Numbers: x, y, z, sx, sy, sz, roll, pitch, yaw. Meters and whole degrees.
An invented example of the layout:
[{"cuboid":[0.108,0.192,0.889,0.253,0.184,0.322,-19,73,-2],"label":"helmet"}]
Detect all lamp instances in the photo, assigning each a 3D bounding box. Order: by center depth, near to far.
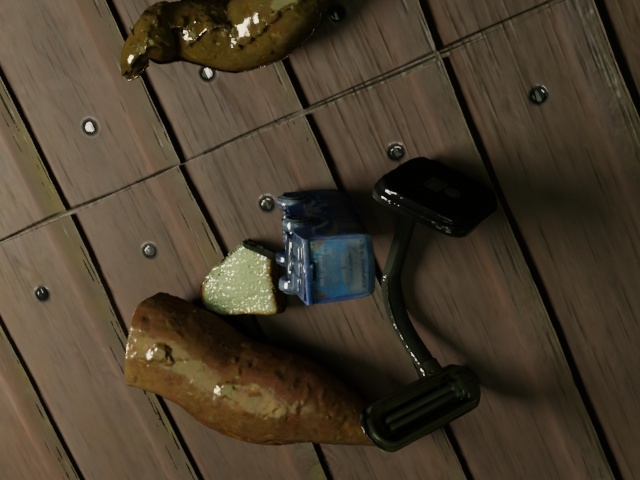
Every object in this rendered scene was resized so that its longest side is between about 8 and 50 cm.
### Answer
[{"cuboid":[0.093,0.070,1.020,0.125,0.203,0.283,14,114,29],"label":"lamp"}]

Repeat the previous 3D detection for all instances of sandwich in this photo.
[{"cuboid":[-0.097,0.047,1.138,0.105,0.036,0.093,-6,105,17],"label":"sandwich"}]

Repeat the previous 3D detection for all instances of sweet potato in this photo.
[{"cuboid":[-0.074,-0.246,1.011,0.310,0.098,0.124,-30,122,15],"label":"sweet potato"},{"cuboid":[-0.073,0.182,1.127,0.337,0.131,0.131,26,110,5],"label":"sweet potato"}]

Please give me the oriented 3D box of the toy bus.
[{"cuboid":[0.002,0.003,0.999,0.094,0.236,0.079,1,104,-5],"label":"toy bus"}]
